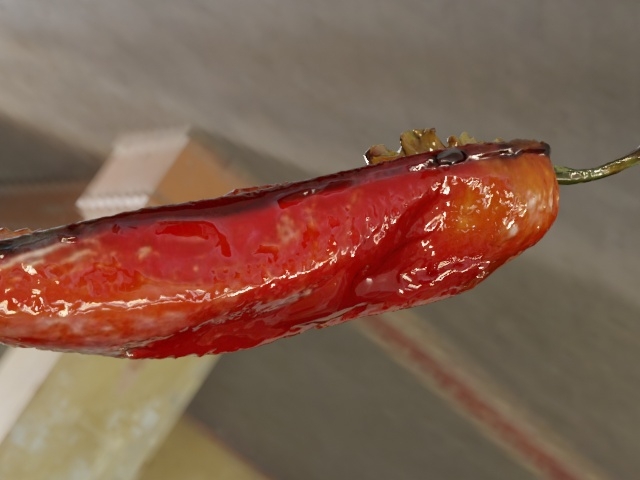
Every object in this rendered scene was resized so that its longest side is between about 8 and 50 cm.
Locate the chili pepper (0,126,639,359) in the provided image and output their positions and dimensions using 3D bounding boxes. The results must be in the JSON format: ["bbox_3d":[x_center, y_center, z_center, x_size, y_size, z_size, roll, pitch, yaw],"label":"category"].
[{"bbox_3d":[0.000,0.000,0.491,0.059,0.268,0.050,-3,98,50],"label":"chili pepper"}]
